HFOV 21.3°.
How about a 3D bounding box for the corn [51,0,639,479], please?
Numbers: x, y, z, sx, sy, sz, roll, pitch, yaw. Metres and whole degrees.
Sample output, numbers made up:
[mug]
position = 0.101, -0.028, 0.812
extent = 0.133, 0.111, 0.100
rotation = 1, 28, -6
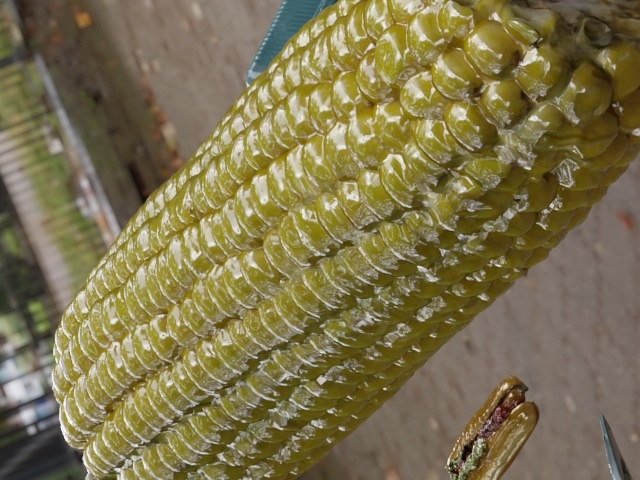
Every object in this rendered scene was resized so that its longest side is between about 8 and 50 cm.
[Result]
[corn]
position = 0.000, 0.000, 0.708
extent = 0.387, 0.144, 0.144
rotation = -48, 61, 45

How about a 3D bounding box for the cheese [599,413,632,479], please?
[cheese]
position = 0.114, 0.112, 0.589
extent = 0.121, 0.026, 0.067
rotation = -90, -22, -67

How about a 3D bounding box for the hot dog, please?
[hot dog]
position = 0.086, 0.105, 0.890
extent = 0.083, 0.021, 0.037
rotation = -62, 37, 32

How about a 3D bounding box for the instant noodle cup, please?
[instant noodle cup]
position = -0.002, -0.149, 1.474
extent = 0.070, 0.179, 0.157
rotation = 13, 149, 21
